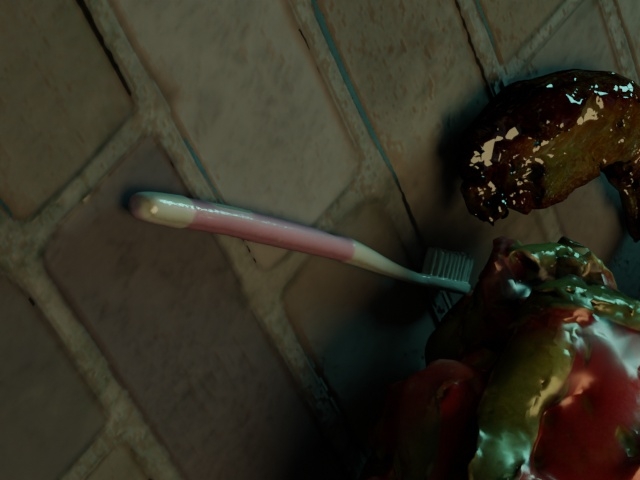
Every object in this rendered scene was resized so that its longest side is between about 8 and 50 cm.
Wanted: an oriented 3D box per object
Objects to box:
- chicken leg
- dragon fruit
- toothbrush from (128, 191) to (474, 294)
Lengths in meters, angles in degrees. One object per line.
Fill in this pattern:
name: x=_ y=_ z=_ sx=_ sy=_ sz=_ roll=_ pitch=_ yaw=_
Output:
chicken leg: x=0.164 y=-0.049 z=1.171 sx=0.253 sy=0.051 sz=0.106 roll=12 pitch=105 yaw=-52
dragon fruit: x=0.125 y=0.152 z=1.085 sx=0.237 sy=0.231 sz=0.302 roll=-2 pitch=106 yaw=-12
toothbrush: x=0.000 y=0.000 z=1.031 sx=0.286 sy=0.020 sz=0.025 roll=13 pitch=90 yaw=-52
